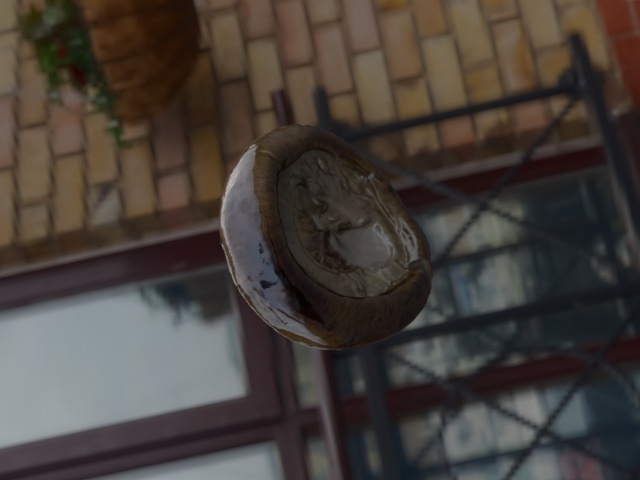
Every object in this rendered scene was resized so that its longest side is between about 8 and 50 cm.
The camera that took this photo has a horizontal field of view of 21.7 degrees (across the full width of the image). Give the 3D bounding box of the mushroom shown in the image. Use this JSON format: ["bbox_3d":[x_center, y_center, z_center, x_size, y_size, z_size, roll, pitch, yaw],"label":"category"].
[{"bbox_3d":[0.000,0.000,0.806,0.123,0.052,0.123,28,-135,-32],"label":"mushroom"}]
